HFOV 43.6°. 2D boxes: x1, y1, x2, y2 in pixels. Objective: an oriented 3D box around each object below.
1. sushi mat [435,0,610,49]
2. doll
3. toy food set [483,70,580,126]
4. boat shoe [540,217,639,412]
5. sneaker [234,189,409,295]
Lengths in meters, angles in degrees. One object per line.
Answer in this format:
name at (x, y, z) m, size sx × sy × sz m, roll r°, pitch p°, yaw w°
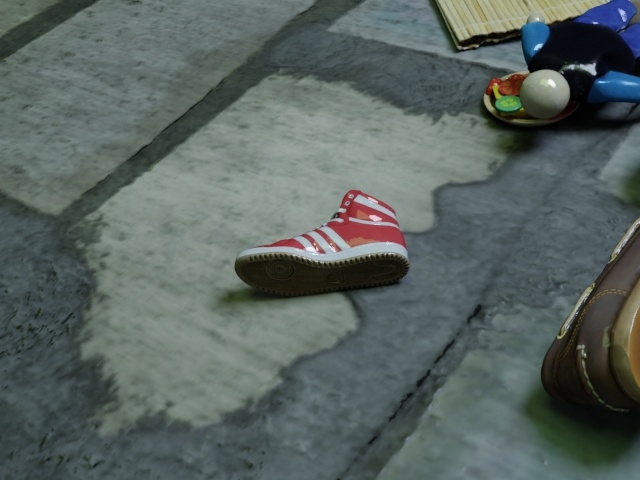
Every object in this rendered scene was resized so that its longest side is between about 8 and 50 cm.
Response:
sushi mat at (0.187, -0.299, 0.864) m, size 0.152 × 0.019 × 0.316 m, roll -10°, pitch 42°, yaw 1°
doll at (0.225, -0.149, 0.646) m, size 0.129 × 0.046 × 0.189 m, roll 40°, pitch 54°, yaw 23°
toy food set at (0.179, -0.123, 0.670) m, size 0.083 × 0.020 × 0.082 m, roll -8°, pitch 42°, yaw 4°
boat shoe at (0.201, 0.020, 0.471) m, size 0.207 × 0.073 × 0.073 m, roll -37°, pitch 5°, yaw -31°
sneaker at (0.000, 0.000, 0.561) m, size 0.119 × 0.042 × 0.067 m, roll -2°, pitch 46°, yaw 0°
